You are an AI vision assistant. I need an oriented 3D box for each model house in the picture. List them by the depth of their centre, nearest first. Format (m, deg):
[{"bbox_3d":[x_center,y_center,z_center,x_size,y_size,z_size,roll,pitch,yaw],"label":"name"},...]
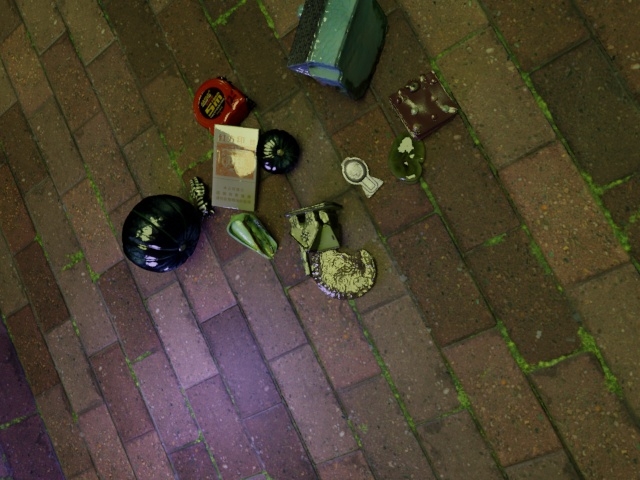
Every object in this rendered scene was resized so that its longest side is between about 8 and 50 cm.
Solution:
[{"bbox_3d":[0.030,-0.783,1.703,0.338,0.297,0.361,22,98,25],"label":"model house"},{"bbox_3d":[0.000,0.000,1.765,0.218,0.205,0.279,-14,86,21],"label":"model house"}]

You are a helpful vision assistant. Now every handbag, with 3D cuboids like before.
[{"bbox_3d":[0.397,-0.525,1.657,0.203,0.074,0.216,-30,83,3],"label":"handbag"}]

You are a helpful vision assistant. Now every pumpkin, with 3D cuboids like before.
[{"bbox_3d":[-0.186,-0.378,1.839,0.150,0.194,0.194,-9,89,58],"label":"pumpkin"},{"bbox_3d":[-0.713,-0.031,1.944,0.266,0.363,0.364,25,100,16],"label":"pumpkin"}]

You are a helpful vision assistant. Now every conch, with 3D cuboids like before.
[{"bbox_3d":[-0.298,-0.033,1.907,0.250,0.137,0.144,34,102,15],"label":"conch"}]

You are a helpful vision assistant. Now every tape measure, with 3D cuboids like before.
[{"bbox_3d":[-0.452,-0.612,1.956,0.260,0.114,0.253,47,107,16],"label":"tape measure"}]

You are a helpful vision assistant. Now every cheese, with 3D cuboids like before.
[{"bbox_3d":[0.164,-0.270,1.786,0.191,0.042,0.105,47,107,11],"label":"cheese"}]

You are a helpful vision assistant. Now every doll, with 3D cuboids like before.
[{"bbox_3d":[-0.560,-0.198,2.034,0.091,0.067,0.220,-28,77,21],"label":"doll"}]

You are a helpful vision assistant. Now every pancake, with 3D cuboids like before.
[{"bbox_3d":[0.094,0.115,1.831,0.288,0.033,0.286,-21,84,19],"label":"pancake"}]

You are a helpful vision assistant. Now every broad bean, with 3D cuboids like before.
[{"bbox_3d":[0.344,-0.326,1.714,0.153,0.072,0.207,-11,76,16],"label":"broad bean"}]

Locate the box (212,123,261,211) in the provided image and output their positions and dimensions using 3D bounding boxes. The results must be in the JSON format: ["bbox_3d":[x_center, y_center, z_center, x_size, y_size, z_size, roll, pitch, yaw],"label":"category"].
[{"bbox_3d":[-0.375,-0.323,1.913,0.204,0.051,0.366,8,107,7],"label":"box"}]
